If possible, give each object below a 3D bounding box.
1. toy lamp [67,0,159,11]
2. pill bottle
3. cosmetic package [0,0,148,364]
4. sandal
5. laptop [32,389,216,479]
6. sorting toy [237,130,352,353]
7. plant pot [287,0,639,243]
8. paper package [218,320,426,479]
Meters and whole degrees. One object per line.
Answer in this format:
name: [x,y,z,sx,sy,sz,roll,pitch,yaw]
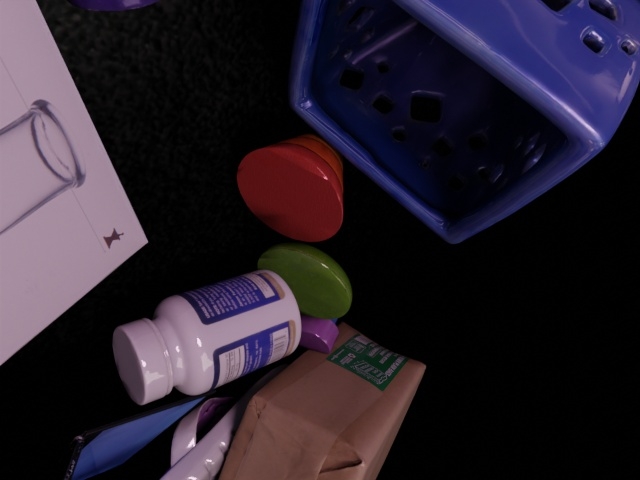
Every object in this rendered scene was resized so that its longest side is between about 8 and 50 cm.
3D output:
toy lamp: [-0.136,-0.262,0.249,0.080,0.080,0.275,-29,141,-27]
pill bottle: [-0.125,0.107,0.582,0.186,0.112,0.112,-15,133,-39]
cosmetic package: [-0.251,-0.066,0.172,0.284,0.097,0.377,-52,144,-38]
sandal: [-0.165,0.283,0.702,0.416,0.102,0.170,-35,149,-53]
laptop: [-0.241,0.294,0.526,0.136,0.264,0.234,30,125,-26]
sorting toy: [0.000,0.000,0.653,0.366,0.127,0.126,84,29,-48]
plant pot: [0.130,-0.168,0.449,0.212,0.236,0.236,-48,176,-16]
paper package: [-0.003,0.318,0.759,0.324,0.168,0.310,-18,132,-65]
